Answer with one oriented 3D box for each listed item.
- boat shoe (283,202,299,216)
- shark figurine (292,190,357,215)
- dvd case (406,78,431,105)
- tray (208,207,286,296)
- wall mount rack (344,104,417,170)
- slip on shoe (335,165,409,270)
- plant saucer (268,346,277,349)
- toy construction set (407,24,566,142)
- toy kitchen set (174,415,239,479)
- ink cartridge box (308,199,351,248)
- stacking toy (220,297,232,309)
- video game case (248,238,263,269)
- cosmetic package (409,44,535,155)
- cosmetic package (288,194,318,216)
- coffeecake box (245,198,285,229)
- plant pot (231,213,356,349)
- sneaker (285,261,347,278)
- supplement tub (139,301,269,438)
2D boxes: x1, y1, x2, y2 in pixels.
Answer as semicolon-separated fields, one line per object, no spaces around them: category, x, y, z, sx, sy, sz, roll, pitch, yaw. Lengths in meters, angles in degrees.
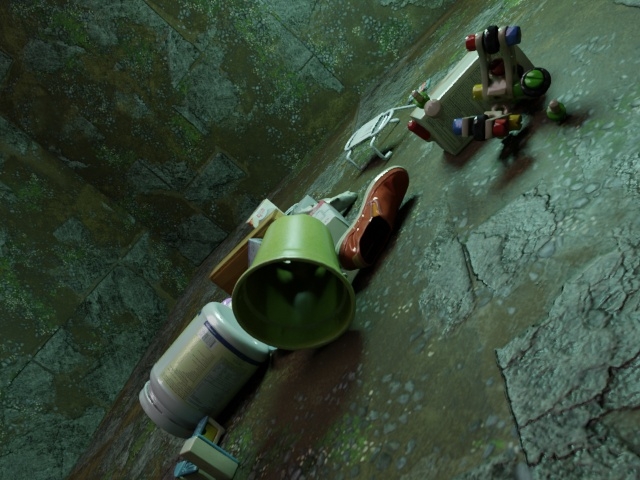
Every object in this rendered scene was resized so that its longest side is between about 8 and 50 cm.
boat shoe;-0.149;-0.062;2.168;0.119;0.121;0.335;-36;18;55
shark figurine;0.002;-0.089;1.807;0.278;0.116;0.166;-17;9;16
dvd case;0.426;-0.643;2.155;0.119;0.013;0.087;-35;20;40
tray;-0.223;0.080;1.871;0.411;0.202;0.076;-41;18;30
wall mount rack;0.247;-0.430;1.951;0.304;0.130;0.350;-58;17;-16
slip on shoe;0.158;-0.059;1.320;0.101;0.123;0.332;6;57;51
plant saucer;-0.069;0.231;1.381;0.195;0.037;0.195;-46;15;15
toy construction set;0.381;-0.313;1.162;0.308;0.258;0.237;-22;-17;29
toy kitchen set;-0.275;0.480;1.195;0.207;0.122;0.166;-36;20;40
ink cartridge box;0.000;0.000;1.592;0.207;0.117;0.283;-48;15;5
stacking toy;-0.294;0.252;1.620;0.302;0.175;0.166;-52;13;35
video game case;-0.194;0.133;1.643;0.244;0.061;0.270;-169;79;-72
cosmetic package;0.404;-0.392;1.336;0.296;0.153;0.129;-45;16;12
cosmetic package;-0.088;-0.058;2.022;0.127;0.107;0.238;-38;21;45
coffeecake box;-0.231;-0.079;2.321;0.142;0.185;0.068;-54;15;-15
plant pot;-0.058;0.076;1.196;0.276;0.276;0.254;-42;25;25
sneaker;-0.027;0.073;1.390;0.095;0.235;0.090;-48;-30;-5
supplement tub;-0.327;0.364;1.408;0.325;0.235;0.235;-50;15;-1
